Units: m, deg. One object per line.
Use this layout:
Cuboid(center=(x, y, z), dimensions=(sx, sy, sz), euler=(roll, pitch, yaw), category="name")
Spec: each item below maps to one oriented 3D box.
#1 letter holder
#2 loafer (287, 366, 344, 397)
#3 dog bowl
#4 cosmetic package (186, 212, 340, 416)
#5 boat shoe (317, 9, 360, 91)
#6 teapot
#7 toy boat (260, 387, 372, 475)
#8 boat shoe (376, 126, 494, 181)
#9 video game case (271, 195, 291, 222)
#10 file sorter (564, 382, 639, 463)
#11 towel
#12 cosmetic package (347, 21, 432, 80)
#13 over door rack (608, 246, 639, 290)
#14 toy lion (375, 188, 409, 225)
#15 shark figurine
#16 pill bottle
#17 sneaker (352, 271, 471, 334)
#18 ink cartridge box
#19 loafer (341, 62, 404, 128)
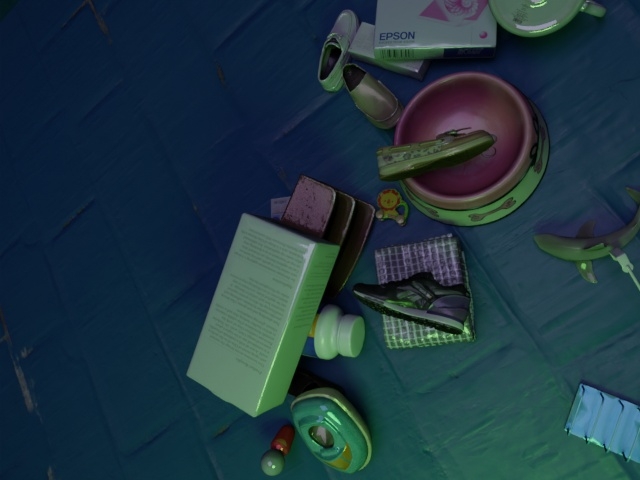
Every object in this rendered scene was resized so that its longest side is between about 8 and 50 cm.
Cuboid(center=(0.000, 0.000, 1.466), dimensions=(0.214, 0.152, 0.302), euler=(27, 97, 20), category="letter holder")
Cuboid(center=(-0.041, 0.413, 1.475), dimensions=(0.219, 0.078, 0.080), euler=(8, 85, 25), category="loafer")
Cuboid(center=(0.371, -0.247, 1.348), dimensions=(0.407, 0.150, 0.409), euler=(-4, 80, 24), category="dog bowl")
Cuboid(center=(-0.146, 0.182, 1.341), dimensions=(0.229, 0.161, 0.454), euler=(23, 95, 24), category="cosmetic package")
Cuboid(center=(0.054, -0.587, 1.581), dimensions=(0.095, 0.084, 0.259), euler=(10, 86, 26), category="boat shoe")
Cuboid(center=(0.546, -0.635, 1.290), dimensions=(0.252, 0.187, 0.256), euler=(-12, 112, 32), category="teapot")
Cuboid(center=(-0.020, 0.536, 1.383), dimensions=(0.318, 0.148, 0.268), euler=(-28, 104, 32), category="toy boat")
Cuboid(center=(0.267, -0.220, 1.252), dimensions=(0.285, 0.104, 0.090), euler=(-14, 79, 23), category="boat shoe")
Cuboid(center=(-0.081, -0.066, 1.601), dimensions=(0.157, 0.019, 0.143), euler=(-6, 80, 23), category="video game case")
Cuboid(center=(0.645, 0.410, 1.146), dimensions=(0.170, 0.104, 0.118), euler=(19, 91, 25), category="file sorter")
Cuboid(center=(0.266, 0.132, 1.354), dimensions=(0.234, 0.121, 0.284), euler=(-12, 77, 22), category="towel")
Cuboid(center=(0.207, -0.552, 1.518), dimensions=(0.238, 0.060, 0.099), euler=(28, 89, 25), category="cosmetic package")
Cuboid(center=(0.807, 0.105, 1.085), dimensions=(0.239, 0.108, 0.325), euler=(-32, 84, 16), category="over door rack")
Cuboid(center=(0.204, -0.098, 1.470), dimensions=(0.100, 0.034, 0.096), euler=(16, 82, 26), category="toy lion")
Cuboid(center=(0.661, -0.011, 1.200), dimensions=(0.278, 0.116, 0.166), euler=(-32, 72, 19), category="shark figurine")
Cuboid(center=(-0.021, 0.247, 1.452), dimensions=(0.271, 0.152, 0.153), euler=(4, 84, 26), category="pill bottle")
Cuboid(center=(0.222, 0.131, 1.272), dimensions=(0.283, 0.107, 0.124), euler=(15, 74, 19), category="sneaker")
Cuboid(center=(0.318, -0.660, 1.431), dimensions=(0.323, 0.071, 0.331), euler=(2, 79, 13), category="ink cartridge box")
Cuboid(center=(0.136, -0.417, 1.494), dimensions=(0.102, 0.092, 0.269), euler=(-48, 55, 14), category="loafer")
